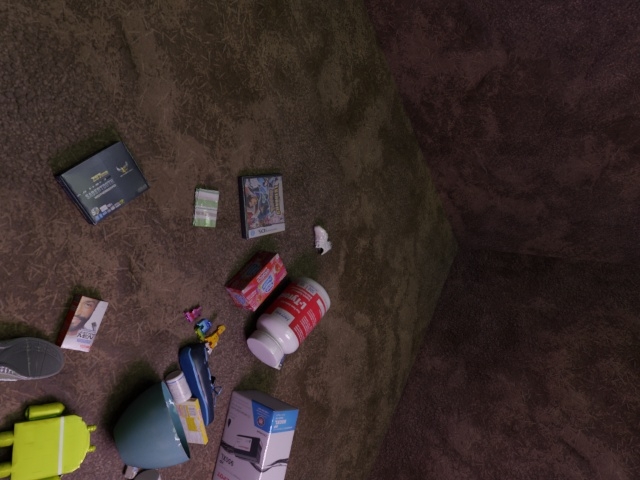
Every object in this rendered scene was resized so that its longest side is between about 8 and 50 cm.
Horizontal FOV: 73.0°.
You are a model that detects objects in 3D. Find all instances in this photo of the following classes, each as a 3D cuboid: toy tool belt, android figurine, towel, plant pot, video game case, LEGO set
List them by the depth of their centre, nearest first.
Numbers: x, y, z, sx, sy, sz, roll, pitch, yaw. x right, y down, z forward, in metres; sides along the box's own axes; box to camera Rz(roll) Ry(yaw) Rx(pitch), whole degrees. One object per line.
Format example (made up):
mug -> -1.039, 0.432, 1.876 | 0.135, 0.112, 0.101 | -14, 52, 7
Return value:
android figurine -> -0.828, 0.622, 1.308 | 0.272, 0.056, 0.249 | 3, 76, -37
plant pot -> -0.600, 0.672, 1.516 | 0.195, 0.290, 0.290 | -21, 114, -20
toy tool belt -> -0.684, 0.826, 1.590 | 0.051, 0.052, 0.083 | 59, 47, -78
towel -> -0.458, -0.131, 1.743 | 0.113, 0.023, 0.152 | 3, 93, -50
LEGO set -> -0.453, 0.360, 1.771 | 0.093, 0.087, 0.227 | -43, 128, -38
video game case -> -0.262, -0.160, 1.972 | 0.248, 0.035, 0.275 | -15, 107, -49

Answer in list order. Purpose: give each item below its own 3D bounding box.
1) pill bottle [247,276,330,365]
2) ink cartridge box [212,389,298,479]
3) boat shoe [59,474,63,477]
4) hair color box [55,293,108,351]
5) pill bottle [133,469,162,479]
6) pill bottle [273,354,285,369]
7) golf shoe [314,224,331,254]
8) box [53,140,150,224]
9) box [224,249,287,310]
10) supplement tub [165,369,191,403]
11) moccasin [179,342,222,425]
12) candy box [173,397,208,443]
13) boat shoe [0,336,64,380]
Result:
pill bottle -> -0.150, 0.377, 2.034 | 0.408, 0.228, 0.229 | -47, 129, -37
ink cartridge box -> -0.286, 0.895, 1.895 | 0.166, 0.285, 0.395 | 20, 79, -49
boat shoe -> -0.835, 0.716, 1.362 | 0.228, 0.068, 0.081 | -46, 127, -37
hair color box -> -0.767, 0.265, 1.394 | 0.093, 0.053, 0.167 | 30, 71, -48
pill bottle -> -0.629, 0.976, 1.615 | 0.119, 0.119, 0.209 | -24, 113, -47
pill bottle -> -0.207, 0.564, 2.120 | 0.067, 0.067, 0.120 | 43, 63, -45
golf shoe -> 0.000, 0.000, 2.299 | 0.086, 0.069, 0.176 | -47, 128, -29
box -> -0.699, -0.190, 1.407 | 0.233, 0.059, 0.184 | -47, 128, -36
box -> -0.281, 0.174, 1.926 | 0.257, 0.122, 0.128 | -49, 131, -35
supplement tub -> -0.552, 0.567, 1.680 | 0.071, 0.071, 0.107 | -31, 111, -45
moccasin -> -0.466, 0.580, 1.749 | 0.116, 0.137, 0.342 | -24, 114, -52
candy box -> -0.518, 0.720, 1.727 | 0.027, 0.105, 0.206 | -46, 132, -64
boat shoe -> -0.898, 0.337, 1.221 | 0.320, 0.103, 0.118 | 21, 60, -56
